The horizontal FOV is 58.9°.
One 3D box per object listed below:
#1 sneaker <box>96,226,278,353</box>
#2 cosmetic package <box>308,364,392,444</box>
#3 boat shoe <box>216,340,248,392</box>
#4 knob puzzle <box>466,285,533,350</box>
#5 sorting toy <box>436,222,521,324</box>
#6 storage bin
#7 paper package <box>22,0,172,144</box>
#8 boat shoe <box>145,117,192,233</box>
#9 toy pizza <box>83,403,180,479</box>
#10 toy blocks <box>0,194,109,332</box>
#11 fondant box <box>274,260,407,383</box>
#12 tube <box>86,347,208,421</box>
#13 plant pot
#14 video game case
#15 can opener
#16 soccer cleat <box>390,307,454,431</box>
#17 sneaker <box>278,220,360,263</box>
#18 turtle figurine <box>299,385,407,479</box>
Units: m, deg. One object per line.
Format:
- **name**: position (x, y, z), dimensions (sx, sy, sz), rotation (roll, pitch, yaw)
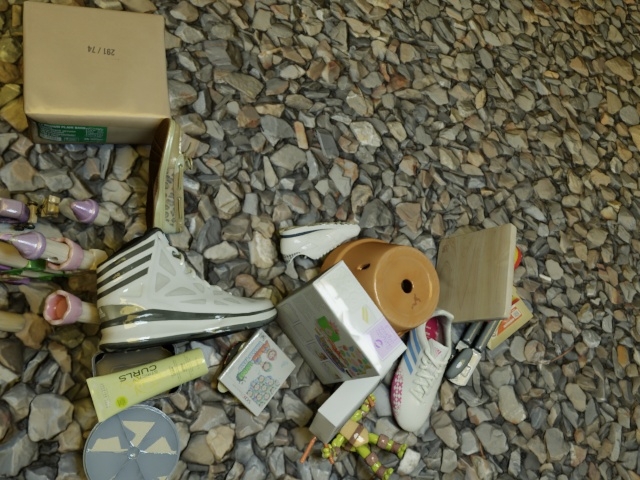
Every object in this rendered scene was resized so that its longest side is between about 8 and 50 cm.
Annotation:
- **sneaker**: position (-0.281, 0.091, 1.260), dimensions (0.447, 0.169, 0.258), rotation (2, 73, -50)
- **cosmetic package**: position (0.076, 0.374, 1.366), dimensions (0.060, 0.099, 0.239), rotation (36, 47, 20)
- **boat shoe**: position (-0.211, 0.303, 1.365), dimensions (0.049, 0.042, 0.133), rotation (44, 62, -32)
- **knob puzzle**: position (0.498, 0.195, 1.667), dimensions (0.213, 0.030, 0.213), rotation (2, 77, -7)
- **sorting toy**: position (0.438, 0.109, 1.562), dimensions (0.089, 0.255, 0.257), rotation (24, 66, -29)
- **storage bin**: position (-0.410, 0.299, 1.265), dimensions (0.180, 0.084, 0.122), rotation (-6, 76, -21)
- **paper package**: position (-0.540, -0.396, 1.387), dimensions (0.324, 0.168, 0.310), rotation (-2, 74, -22)
- **boat shoe**: position (-0.361, -0.151, 1.368), dimensions (0.089, 0.104, 0.285), rotation (1, 114, -31)
- **toy pizza**: position (-0.409, 0.460, 1.237), dimensions (0.201, 0.032, 0.201), rotation (3, 82, -23)
- **toy blocks**: position (-0.610, 0.020, 1.123), dimensions (0.288, 0.260, 0.309), rotation (-8, 73, 18)
- **fondant box**: position (0.026, 0.204, 1.324), dimensions (0.096, 0.330, 0.238), rotation (-36, 89, -26)
- **tube**: position (-0.362, 0.298, 1.207), dimensions (0.240, 0.062, 0.070), rotation (-17, 40, -20)
- **plant pot**: position (0.163, 0.124, 1.446), dimensions (0.290, 0.203, 0.291), rotation (6, 76, -28)
- **video game case**: position (-0.151, 0.318, 1.369), dimensions (0.143, 0.019, 0.157), rotation (51, 61, -21)
- **can opener**: position (0.436, 0.279, 1.581), dimensions (0.074, 0.093, 0.280), rotation (34, 71, 5)
- **soccer cleat**: position (0.268, 0.329, 1.474), dimensions (0.116, 0.143, 0.331), rotation (18, 74, -15)
- **sneaker**: position (0.000, 0.000, 1.525), dimensions (0.235, 0.090, 0.095), rotation (-9, 95, -22)
- **turtle figurine**: position (0.086, 0.492, 1.384), dimensions (0.217, 0.087, 0.269), rotation (33, 45, 16)
